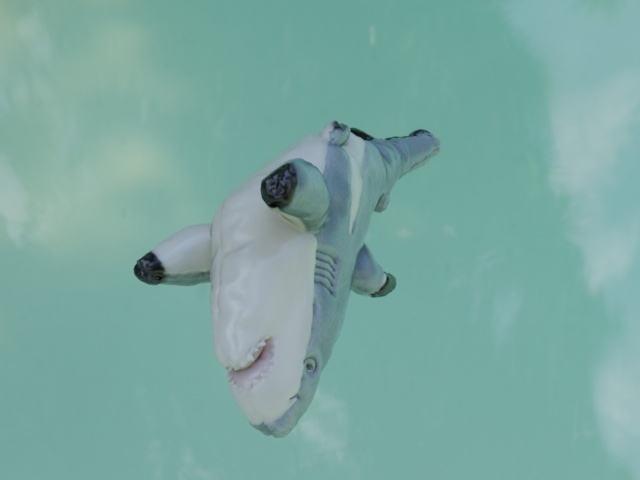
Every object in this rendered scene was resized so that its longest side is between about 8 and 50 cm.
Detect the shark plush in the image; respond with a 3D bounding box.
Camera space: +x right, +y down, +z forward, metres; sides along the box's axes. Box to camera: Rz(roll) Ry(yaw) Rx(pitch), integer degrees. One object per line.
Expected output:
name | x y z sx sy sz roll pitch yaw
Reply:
shark plush | 0.000 0.000 0.366 0.073 0.067 0.161 -32 9 26
